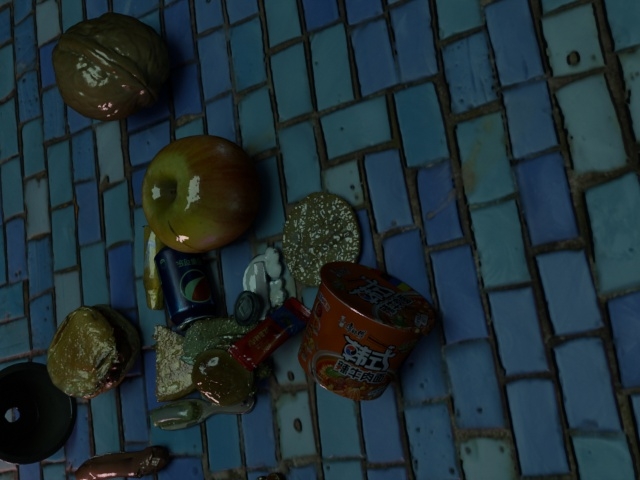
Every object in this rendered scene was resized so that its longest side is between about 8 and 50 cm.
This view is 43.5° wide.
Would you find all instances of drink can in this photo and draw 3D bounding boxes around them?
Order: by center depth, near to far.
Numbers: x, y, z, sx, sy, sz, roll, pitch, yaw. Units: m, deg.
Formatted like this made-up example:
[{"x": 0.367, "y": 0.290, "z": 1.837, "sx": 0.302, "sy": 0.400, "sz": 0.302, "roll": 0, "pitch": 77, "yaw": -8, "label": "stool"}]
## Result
[{"x": -0.326, "y": 0.111, "z": 1.946, "sx": 0.118, "sy": 0.118, "sz": 0.205, "roll": -28, "pitch": 71, "yaw": 28, "label": "drink can"}]

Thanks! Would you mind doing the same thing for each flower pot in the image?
[{"x": -0.818, "y": 0.474, "z": 2.184, "sx": 0.166, "sy": 0.269, "sz": 0.269, "roll": -23, "pitch": 71, "yaw": 52, "label": "flower pot"}]

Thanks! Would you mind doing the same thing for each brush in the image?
[{"x": -0.289, "y": 0.408, "z": 1.924, "sx": 0.313, "sy": 0.067, "sz": 0.072, "roll": -16, "pitch": 75, "yaw": 29, "label": "brush"}]

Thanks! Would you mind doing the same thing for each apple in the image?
[{"x": -0.272, "y": -0.106, "z": 1.865, "sx": 0.286, "sy": 0.233, "sz": 0.286, "roll": -2, "pitch": 87, "yaw": 36, "label": "apple"}]

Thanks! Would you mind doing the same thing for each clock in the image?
[{"x": -0.169, "y": 0.156, "z": 1.839, "sx": 0.085, "sy": 0.017, "sz": 0.085, "roll": -18, "pitch": 65, "yaw": 45, "label": "clock"}]

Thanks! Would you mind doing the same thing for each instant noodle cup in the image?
[{"x": 0.080, "y": 0.185, "z": 1.606, "sx": 0.250, "sy": 0.250, "sz": 0.192, "roll": 36, "pitch": 114, "yaw": 31, "label": "instant noodle cup"}]

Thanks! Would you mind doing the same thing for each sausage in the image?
[{"x": -0.505, "y": 0.573, "z": 2.043, "sx": 0.304, "sy": 0.078, "sz": 0.078, "roll": -17, "pitch": 76, "yaw": 30, "label": "sausage"}]

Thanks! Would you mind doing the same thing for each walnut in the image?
[{"x": -0.535, "y": -0.441, "z": 2.056, "sx": 0.313, "sy": 0.277, "sz": 0.252, "roll": 29, "pitch": 139, "yaw": 38, "label": "walnut"}]

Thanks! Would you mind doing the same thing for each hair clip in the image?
[{"x": -0.134, "y": 0.102, "z": 1.861, "sx": 0.116, "sy": 0.049, "sz": 0.172, "roll": -14, "pitch": 75, "yaw": 27, "label": "hair clip"}]

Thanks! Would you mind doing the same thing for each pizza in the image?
[{"x": -0.340, "y": 0.282, "z": 1.966, "sx": 0.201, "sy": 0.053, "sz": 0.193, "roll": -29, "pitch": 75, "yaw": 13, "label": "pizza"}]

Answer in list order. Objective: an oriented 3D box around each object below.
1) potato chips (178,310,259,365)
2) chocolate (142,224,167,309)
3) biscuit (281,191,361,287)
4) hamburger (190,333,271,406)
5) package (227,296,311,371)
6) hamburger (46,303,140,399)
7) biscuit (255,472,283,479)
[{"x": -0.244, "y": 0.227, "z": 1.888, "sx": 0.142, "sy": 0.026, "sz": 0.209, "roll": 42, "pitch": 101, "yaw": -14, "label": "potato chips"}, {"x": -0.412, "y": 0.068, "z": 2.036, "sx": 0.085, "sy": 0.085, "sz": 0.219, "roll": 0, "pitch": 89, "yaw": 34, "label": "chocolate"}, {"x": 0.001, "y": 0.000, "z": 1.791, "sx": 0.220, "sy": 0.033, "sz": 0.220, "roll": -3, "pitch": 85, "yaw": 34, "label": "biscuit"}, {"x": -0.201, "y": 0.297, "z": 1.820, "sx": 0.185, "sy": 0.131, "sz": 0.159, "roll": -2, "pitch": 103, "yaw": 8, "label": "hamburger"}, {"x": -0.108, "y": 0.205, "z": 1.778, "sx": 0.200, "sy": 0.022, "sz": 0.083, "roll": -38, "pitch": 60, "yaw": -24, "label": "package"}, {"x": -0.582, "y": 0.283, "z": 2.075, "sx": 0.244, "sy": 0.163, "sz": 0.244, "roll": -4, "pitch": 82, "yaw": 25, "label": "hamburger"}, {"x": -0.127, "y": 0.604, "z": 1.815, "sx": 0.124, "sy": 0.026, "sz": 0.175, "roll": 46, "pitch": 110, "yaw": 27, "label": "biscuit"}]
